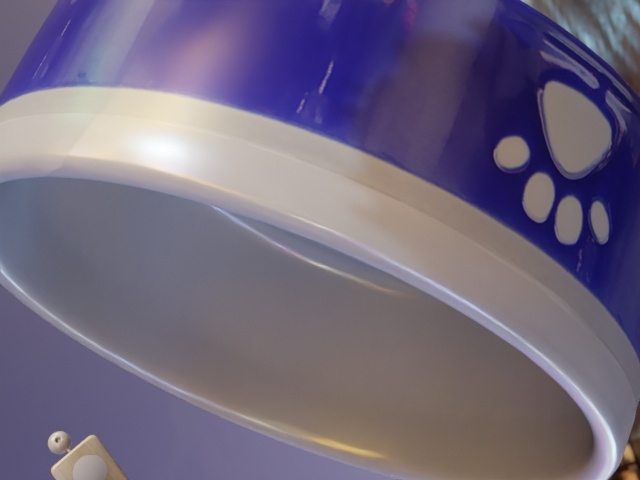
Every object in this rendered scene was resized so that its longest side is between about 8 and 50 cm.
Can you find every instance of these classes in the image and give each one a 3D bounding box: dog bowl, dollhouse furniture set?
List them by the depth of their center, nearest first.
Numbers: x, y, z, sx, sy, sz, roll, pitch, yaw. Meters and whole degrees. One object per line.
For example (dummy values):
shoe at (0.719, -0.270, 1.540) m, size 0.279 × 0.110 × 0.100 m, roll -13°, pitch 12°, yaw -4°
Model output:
dog bowl at (0.000, 0.000, 0.482) m, size 0.265 × 0.265 × 0.104 m, roll 63°, pitch -136°, yaw -59°
dollhouse furniture set at (-0.123, 0.148, 0.564) m, size 0.081 × 0.114 × 0.091 m, roll 55°, pitch 162°, yaw -17°
